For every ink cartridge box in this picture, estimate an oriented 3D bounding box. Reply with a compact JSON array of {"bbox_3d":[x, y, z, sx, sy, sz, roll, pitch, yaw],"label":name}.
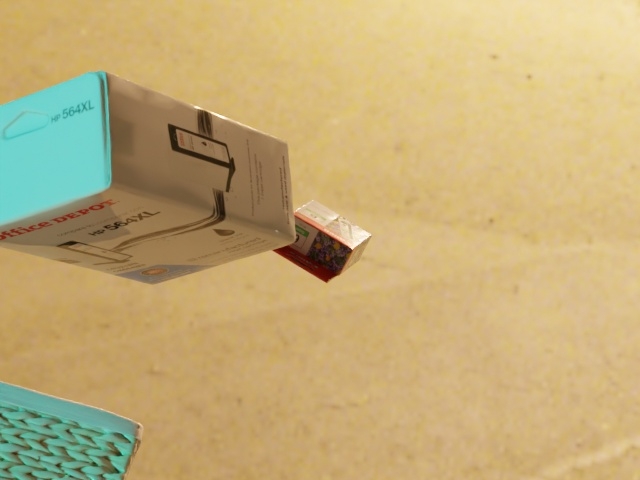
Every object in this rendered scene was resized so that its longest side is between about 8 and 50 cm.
[{"bbox_3d":[-0.137,-0.038,1.083,0.148,0.085,0.203,-16,-19,33],"label":"ink cartridge box"},{"bbox_3d":[0.000,0.000,1.294,0.063,0.029,0.115,31,15,8],"label":"ink cartridge box"}]

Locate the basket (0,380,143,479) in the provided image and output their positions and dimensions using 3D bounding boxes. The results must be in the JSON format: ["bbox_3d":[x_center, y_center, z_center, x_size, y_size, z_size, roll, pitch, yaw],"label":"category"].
[{"bbox_3d":[-0.246,0.196,1.278,0.167,0.113,0.103,18,51,-8],"label":"basket"}]
